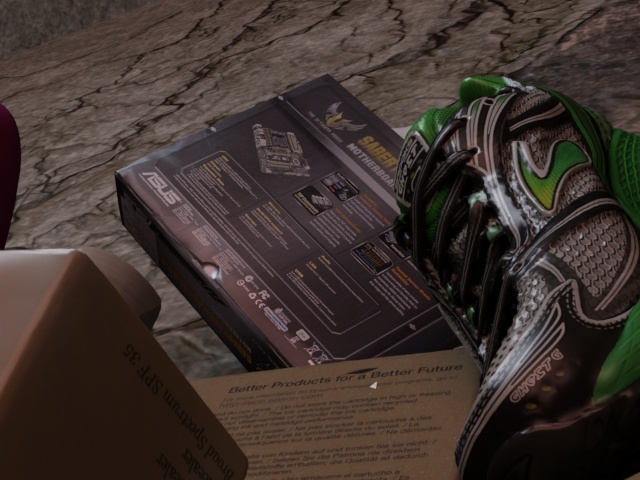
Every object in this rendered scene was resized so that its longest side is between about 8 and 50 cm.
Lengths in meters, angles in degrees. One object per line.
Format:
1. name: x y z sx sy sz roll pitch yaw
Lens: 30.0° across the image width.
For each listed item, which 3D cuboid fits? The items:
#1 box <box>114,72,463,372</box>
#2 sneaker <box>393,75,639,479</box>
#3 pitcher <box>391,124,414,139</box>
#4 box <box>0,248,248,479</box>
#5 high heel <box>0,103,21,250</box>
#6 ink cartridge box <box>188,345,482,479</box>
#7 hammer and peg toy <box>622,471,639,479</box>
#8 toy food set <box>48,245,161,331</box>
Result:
1. box: 0.000 0.000 0.789 0.183 0.056 0.231 -28 54 -26
2. sneaker: 0.089 0.018 0.536 0.146 0.134 0.343 26 22 1
3. pitcher: 0.001 -0.042 0.976 0.207 0.125 0.178 -9 -1 -8
4. box: -0.150 0.164 0.380 0.121 0.148 0.311 -2 49 28
5. high heel: -0.224 0.039 0.712 0.181 0.127 0.377 -12 46 31
6. ink cartridge box: -0.034 0.143 0.560 0.235 0.088 0.193 -9 21 21
7. hammer and peg toy: 0.148 0.169 0.258 0.266 0.127 0.361 -20 29 -7
8. toy food set: -0.282 0.118 0.839 0.306 0.092 0.219 -9 34 22
